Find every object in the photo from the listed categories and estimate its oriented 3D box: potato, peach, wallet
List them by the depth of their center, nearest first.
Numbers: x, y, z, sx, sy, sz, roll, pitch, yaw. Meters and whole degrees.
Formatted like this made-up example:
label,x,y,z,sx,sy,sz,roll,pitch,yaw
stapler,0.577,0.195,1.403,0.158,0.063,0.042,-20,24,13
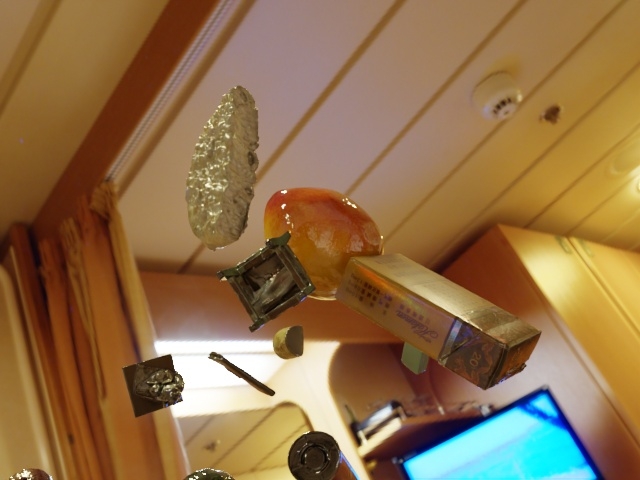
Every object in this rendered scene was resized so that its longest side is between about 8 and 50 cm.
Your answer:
label,x,y,z,sx,sy,sz,roll,pitch,yaw
wallet,-0.168,0.282,1.525,0.156,0.082,0.018,41,-112,-27
peach,0.003,0.000,1.839,0.288,0.289,0.308,-24,-56,-5
potato,-0.103,0.286,2.003,0.066,0.096,0.103,29,-45,-35

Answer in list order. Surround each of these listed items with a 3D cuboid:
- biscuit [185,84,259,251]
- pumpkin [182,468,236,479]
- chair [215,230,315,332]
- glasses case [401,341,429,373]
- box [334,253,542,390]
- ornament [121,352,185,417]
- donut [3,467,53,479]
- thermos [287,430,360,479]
label,x,y,z,sx,sy,sz,roll,pitch,yaw
biscuit,-0.175,-0.117,1.266,0.084,0.281,0.179,17,-20,-32
pumpkin,-0.283,0.665,1.768,0.211,0.152,0.212,-11,-59,-18
chair,-0.099,0.080,1.501,0.136,0.147,0.270,-33,-1,6
glasses case,0.296,0.312,2.184,0.039,0.077,0.184,-17,-52,-35
box,0.271,0.171,1.646,0.264,0.415,0.116,-1,-63,-59
ornament,-0.446,0.416,2.056,0.166,0.153,0.196,-15,1,-29
donut,-0.549,0.551,1.405,0.126,0.186,0.144,-35,-50,-26
thermos,0.017,0.511,1.556,0.109,0.136,0.330,-38,-36,-11
